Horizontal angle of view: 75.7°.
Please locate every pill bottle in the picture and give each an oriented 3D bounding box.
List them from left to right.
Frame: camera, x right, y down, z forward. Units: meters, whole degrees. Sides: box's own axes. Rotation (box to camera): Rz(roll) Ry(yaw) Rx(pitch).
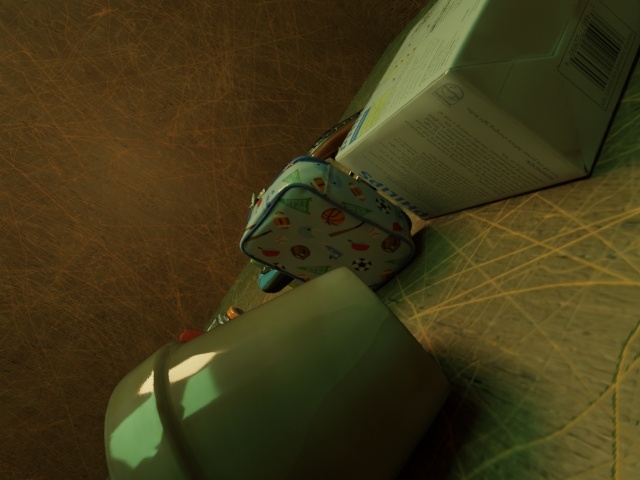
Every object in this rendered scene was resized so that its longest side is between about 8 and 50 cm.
[{"bbox_3d":[-0.395,0.385,1.672,0.245,0.131,0.130,-54,13,8],"label":"pill bottle"}]

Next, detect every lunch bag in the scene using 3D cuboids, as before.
[{"bbox_3d":[0.006,-0.009,0.785,0.243,0.304,0.114,-45,25,38],"label":"lunch bag"}]

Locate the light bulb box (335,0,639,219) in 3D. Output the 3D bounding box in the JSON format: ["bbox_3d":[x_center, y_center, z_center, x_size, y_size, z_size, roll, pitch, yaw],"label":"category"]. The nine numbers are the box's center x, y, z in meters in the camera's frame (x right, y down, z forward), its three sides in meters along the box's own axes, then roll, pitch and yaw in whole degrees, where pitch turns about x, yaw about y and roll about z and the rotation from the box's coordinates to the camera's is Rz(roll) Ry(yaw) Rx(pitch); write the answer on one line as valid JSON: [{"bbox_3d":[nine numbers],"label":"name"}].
[{"bbox_3d":[0.251,-0.256,0.670,0.357,0.225,0.361,-60,13,-14],"label":"light bulb box"}]

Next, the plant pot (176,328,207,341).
[{"bbox_3d":[-0.378,0.432,1.259,0.267,0.236,0.267,-51,13,19],"label":"plant pot"}]

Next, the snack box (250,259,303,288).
[{"bbox_3d":[-0.050,0.036,1.091,0.174,0.207,0.070,-51,14,19],"label":"snack box"}]

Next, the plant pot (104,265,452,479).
[{"bbox_3d":[-0.016,0.190,0.483,0.280,0.323,0.323,-40,12,-4],"label":"plant pot"}]

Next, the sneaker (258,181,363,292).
[{"bbox_3d":[0.006,0.017,0.962,0.341,0.139,0.125,-42,26,-6],"label":"sneaker"}]

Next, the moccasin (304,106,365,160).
[{"bbox_3d":[0.109,-0.345,1.421,0.380,0.146,0.139,-34,16,-5],"label":"moccasin"}]

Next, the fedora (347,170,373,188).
[{"bbox_3d":[0.132,-0.196,1.288,0.194,0.079,0.194,-59,9,15],"label":"fedora"}]
